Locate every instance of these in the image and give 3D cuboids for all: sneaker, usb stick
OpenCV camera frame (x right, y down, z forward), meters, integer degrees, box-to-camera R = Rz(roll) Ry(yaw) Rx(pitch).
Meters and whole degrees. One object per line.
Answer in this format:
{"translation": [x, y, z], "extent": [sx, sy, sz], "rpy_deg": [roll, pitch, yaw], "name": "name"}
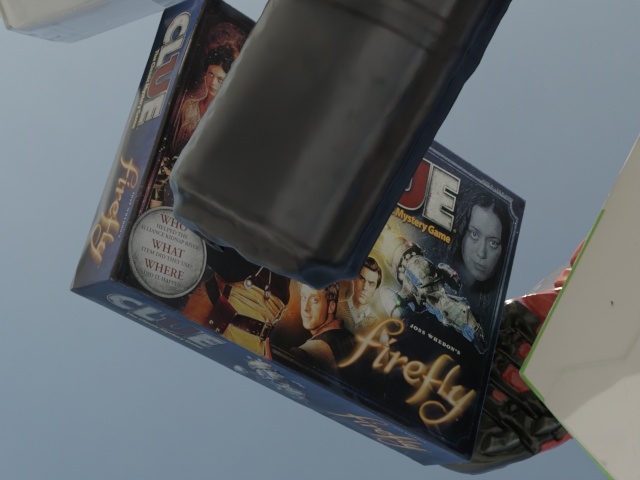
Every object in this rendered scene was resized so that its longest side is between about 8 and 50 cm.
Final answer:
{"translation": [0.154, 0.077, 1.001], "extent": [0.097, 0.276, 0.135], "rpy_deg": [46, -35, 13], "name": "sneaker"}
{"translation": [0.044, -0.115, 0.436], "extent": [0.077, 0.045, 0.278], "rpy_deg": [30, -89, 51], "name": "usb stick"}

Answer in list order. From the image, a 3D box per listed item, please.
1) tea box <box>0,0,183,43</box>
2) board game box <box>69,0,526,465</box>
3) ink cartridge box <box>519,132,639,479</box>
{"translation": [-0.089, -0.332, 0.965], "extent": [0.324, 0.220, 0.329], "rpy_deg": [-22, -85, 1], "name": "tea box"}
{"translation": [0.000, 0.000, 0.816], "extent": [0.042, 0.243, 0.165], "rpy_deg": [-14, -126, 49], "name": "board game box"}
{"translation": [0.304, 0.024, 0.839], "extent": [0.119, 0.353, 0.207], "rpy_deg": [50, -53, 42], "name": "ink cartridge box"}
